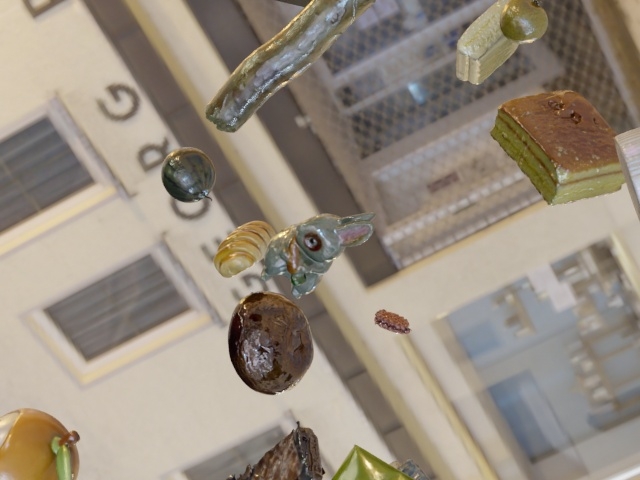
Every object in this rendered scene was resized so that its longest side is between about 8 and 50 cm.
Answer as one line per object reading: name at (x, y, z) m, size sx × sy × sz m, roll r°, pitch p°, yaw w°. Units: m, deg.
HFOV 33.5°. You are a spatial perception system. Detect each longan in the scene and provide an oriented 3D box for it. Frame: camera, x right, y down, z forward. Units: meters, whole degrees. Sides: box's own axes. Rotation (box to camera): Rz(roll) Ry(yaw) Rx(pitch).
longan at (0.309, -0.336, 1.596) m, size 0.075 × 0.083 × 0.075 m, roll 35°, pitch -161°, yaw -14°

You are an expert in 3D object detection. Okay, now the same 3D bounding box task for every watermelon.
watermelon at (-0.246, -0.117, 2.031) m, size 0.133 × 0.105 × 0.105 m, roll 51°, pitch -177°, yaw 28°

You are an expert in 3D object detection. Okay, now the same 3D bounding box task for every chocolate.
chocolate at (-0.095, 0.390, 1.599) m, size 0.065 × 0.329 × 0.102 m, roll 19°, pitch -136°, yaw -31°

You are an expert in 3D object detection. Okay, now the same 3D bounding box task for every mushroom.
mushroom at (-0.099, 0.223, 2.298) m, size 0.231 × 0.138 × 0.194 m, roll 64°, pitch -149°, yaw -16°

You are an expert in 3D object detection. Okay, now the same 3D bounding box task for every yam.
yam at (-0.042, -0.277, 1.541) m, size 0.067 × 0.317 × 0.071 m, roll 30°, pitch -156°, yaw -52°

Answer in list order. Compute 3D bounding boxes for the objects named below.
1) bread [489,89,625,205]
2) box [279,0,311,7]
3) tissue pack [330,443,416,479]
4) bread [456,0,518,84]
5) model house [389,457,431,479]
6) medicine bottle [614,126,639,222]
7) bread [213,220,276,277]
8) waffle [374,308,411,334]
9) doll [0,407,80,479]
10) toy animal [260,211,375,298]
bread at (0.458, -0.183, 2.006) m, size 0.234 × 0.184 × 0.110 m, roll 58°, pitch 150°, yaw 39°
box at (-0.041, -0.423, 1.717) m, size 0.091 × 0.126 × 0.031 m, roll 109°, pitch 171°, yaw -57°
tissue pack at (0.069, 0.459, 1.463) m, size 0.200 × 0.274 × 0.167 m, roll 24°, pitch 163°, yaw 40°
bread at (0.282, -0.328, 1.748) m, size 0.060 × 0.139 × 0.178 m, roll 48°, pitch -176°, yaw 9°
model house at (0.156, 0.677, 2.071) m, size 0.382 × 0.335 × 0.342 m, roll 53°, pitch 170°, yaw 1°
medicine bottle at (0.339, -0.071, 0.843) m, size 0.088 × 0.188 × 0.132 m, roll -10°, pitch -98°, yaw -77°
bread at (-0.168, 0.018, 2.337) m, size 0.084 × 0.119 × 0.177 m, roll 59°, pitch -155°, yaw -10°
waffle at (0.152, 0.172, 2.228) m, size 0.083 × 0.029 × 0.075 m, roll 17°, pitch -164°, yaw -8°
doll at (-0.516, 0.401, 1.933) m, size 0.213 × 0.236 × 0.213 m, roll 47°, pitch -151°, yaw -37°
toy animal at (-0.011, -0.001, 1.774) m, size 0.108 × 0.236 × 0.138 m, roll 22°, pitch -134°, yaw -19°
